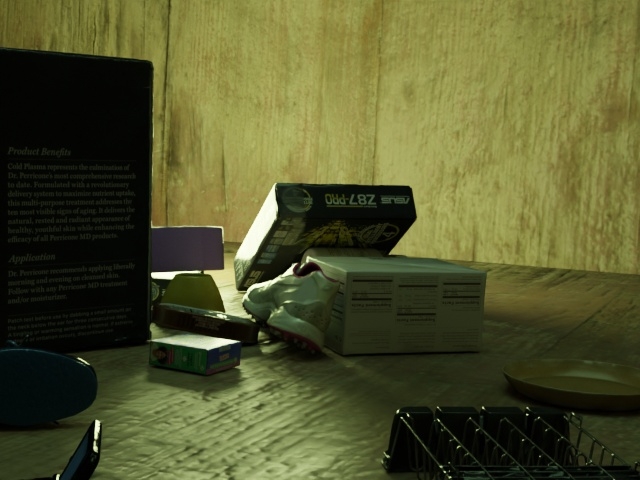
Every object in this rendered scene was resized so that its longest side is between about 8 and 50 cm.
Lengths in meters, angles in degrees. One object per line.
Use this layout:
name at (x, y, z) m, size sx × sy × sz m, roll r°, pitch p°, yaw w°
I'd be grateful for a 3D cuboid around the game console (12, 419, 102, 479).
game console at (-0.250, 0.206, 0.896) m, size 0.071 × 0.107 × 0.122 m, roll 31°, pitch -1°, yaw -13°

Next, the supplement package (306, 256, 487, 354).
supplement package at (0.126, 0.111, 1.790) m, size 0.262 × 0.145 × 0.204 m, roll 2°, pitch 5°, yaw -21°

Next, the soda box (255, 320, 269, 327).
soda box at (-0.081, 0.133, 1.979) m, size 0.060 × 0.053 × 0.169 m, roll 4°, pitch 5°, yaw 10°

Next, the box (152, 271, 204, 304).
box at (-0.403, 0.096, 2.224) m, size 0.270 × 0.060 × 0.216 m, roll 2°, pitch 5°, yaw 0°

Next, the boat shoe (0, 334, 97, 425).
boat shoe at (-0.390, 0.159, 1.172) m, size 0.258 × 0.109 × 0.089 m, roll 4°, pitch 1°, yaw -11°

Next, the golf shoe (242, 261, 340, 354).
golf shoe at (-0.045, 0.100, 1.748) m, size 0.115 × 0.140 × 0.306 m, roll 27°, pitch -3°, yaw -22°

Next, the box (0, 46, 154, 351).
box at (-0.534, -0.077, 1.747) m, size 0.297 × 0.471 × 0.480 m, roll -1°, pitch 6°, yaw -43°

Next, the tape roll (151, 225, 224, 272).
tape roll at (-0.332, 0.022, 2.037) m, size 0.275 × 0.090 × 0.275 m, roll -3°, pitch -2°, yaw 0°

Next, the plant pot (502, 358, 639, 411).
plant pot at (0.379, 0.207, 1.451) m, size 0.236 × 0.032 × 0.236 m, roll 2°, pitch 4°, yaw 0°

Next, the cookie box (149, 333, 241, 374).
cookie box at (-0.189, 0.170, 1.529) m, size 0.107 × 0.040 × 0.092 m, roll 5°, pitch 5°, yaw 29°

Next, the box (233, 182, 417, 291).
box at (0.000, 0.000, 2.298) m, size 0.318 × 0.097 × 0.395 m, roll 3°, pitch -27°, yaw -19°

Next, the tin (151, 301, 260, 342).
tin at (-0.197, 0.140, 1.741) m, size 0.190 × 0.040 × 0.106 m, roll 12°, pitch -4°, yaw -10°

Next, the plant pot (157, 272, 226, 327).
plant pot at (-0.241, 0.111, 1.902) m, size 0.134 × 0.095 × 0.134 m, roll 2°, pitch 4°, yaw 0°

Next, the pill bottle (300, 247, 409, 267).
pill bottle at (0.080, 0.081, 2.229) m, size 0.229 × 0.131 × 0.131 m, roll 1°, pitch 5°, yaw -20°

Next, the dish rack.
dish rack at (0.186, 0.220, 0.972) m, size 0.208 × 0.074 × 0.271 m, roll 1°, pitch 7°, yaw -9°
